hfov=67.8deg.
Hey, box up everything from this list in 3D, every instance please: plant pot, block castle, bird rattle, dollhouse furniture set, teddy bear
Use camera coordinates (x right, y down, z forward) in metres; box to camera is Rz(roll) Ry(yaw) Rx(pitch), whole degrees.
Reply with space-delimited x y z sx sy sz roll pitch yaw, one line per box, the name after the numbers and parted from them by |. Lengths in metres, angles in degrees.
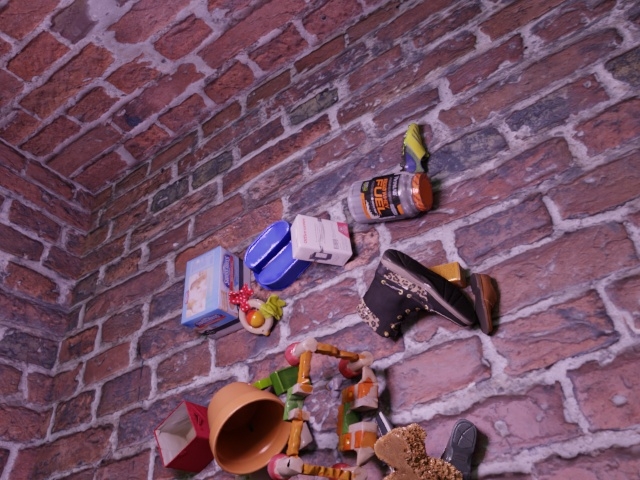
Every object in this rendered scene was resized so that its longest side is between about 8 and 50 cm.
-0.253 0.888 1.757 0.109 0.096 0.108 -33 47 15 | plant pot
0.010 0.576 1.604 0.213 0.303 0.452 130 152 -55 | block castle
-0.290 0.314 2.087 0.254 0.143 0.206 12 109 9 | bird rattle
-0.123 0.657 1.831 0.198 0.151 0.301 -40 65 33 | dollhouse furniture set
0.287 0.702 1.367 0.245 0.113 0.338 -48 69 11 | teddy bear
-0.275 0.640 1.697 0.290 0.291 0.204 -56 36 -6 | plant pot

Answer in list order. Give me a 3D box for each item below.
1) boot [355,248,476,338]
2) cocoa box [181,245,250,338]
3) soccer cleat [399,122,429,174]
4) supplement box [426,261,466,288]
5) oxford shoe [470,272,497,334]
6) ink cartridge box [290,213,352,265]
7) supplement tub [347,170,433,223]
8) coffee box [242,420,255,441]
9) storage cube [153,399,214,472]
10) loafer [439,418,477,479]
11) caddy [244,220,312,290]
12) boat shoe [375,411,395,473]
0.322 0.237 1.689 0.378 0.138 0.284 35 121 9 | boot
-0.488 0.246 2.258 0.232 0.228 0.346 -24 50 23 | cocoa box
0.421 -0.400 2.110 0.121 0.093 0.288 8 59 7 | soccer cleat
0.409 0.148 1.751 0.234 0.078 0.080 -18 53 28 | supplement box
0.562 0.210 1.606 0.076 0.076 0.212 2 69 -6 | oxford shoe
0.000 0.000 2.036 0.100 0.238 0.171 123 149 -46 | ink cartridge box
0.289 -0.178 1.972 0.316 0.194 0.193 -8 58 33 | supplement tub
-0.264 0.754 1.840 0.041 0.113 0.184 -25 45 -15 | coffee box
-0.526 0.803 1.951 0.215 0.193 0.183 -45 45 3 | storage cube
0.402 0.668 1.431 0.096 0.084 0.267 21 81 12 | loafer
-0.181 0.069 2.183 0.341 0.179 0.241 -45 68 3 | caddy
0.235 0.692 1.504 0.091 0.114 0.302 -35 46 6 | boat shoe
